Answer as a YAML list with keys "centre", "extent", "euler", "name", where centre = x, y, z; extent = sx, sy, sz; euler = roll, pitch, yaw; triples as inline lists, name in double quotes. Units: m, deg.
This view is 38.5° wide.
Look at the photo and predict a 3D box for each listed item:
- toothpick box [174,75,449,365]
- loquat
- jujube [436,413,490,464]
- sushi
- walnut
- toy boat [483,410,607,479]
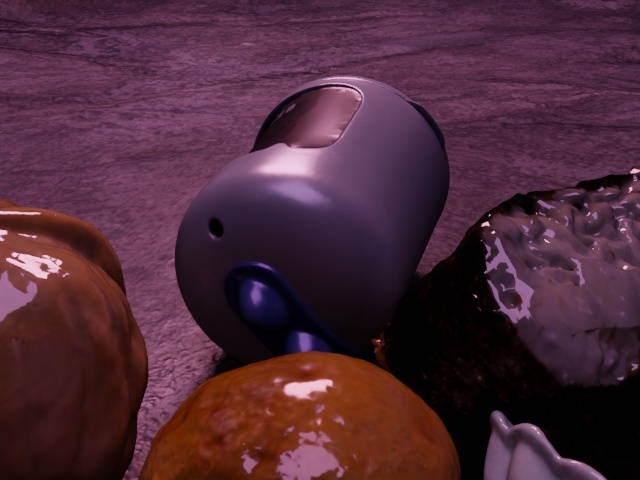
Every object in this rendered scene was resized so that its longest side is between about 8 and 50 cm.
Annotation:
- centre: [0.000, 0.000, 0.960]
  extent: [0.263, 0.263, 0.354]
  euler: [9, 30, 15]
  name: "toothpick box"
- centre: [-0.016, 0.180, 0.644]
  extent: [0.238, 0.193, 0.238]
  euler: [4, 22, -2]
  name: "loquat"
- centre: [0.097, 0.167, 0.800]
  extent: [0.129, 0.077, 0.077]
  euler: [5, 26, -16]
  name: "jujube"
- centre: [0.226, 0.079, 0.792]
  extent: [0.349, 0.207, 0.234]
  euler: [-7, 60, -38]
  name: "sushi"
- centre: [-0.272, 0.097, 0.723]
  extent: [0.285, 0.285, 0.296]
  euler: [-23, 42, -37]
  name: "walnut"
- centre: [0.201, 0.234, 0.596]
  extent: [0.100, 0.199, 0.290]
  euler: [-48, 49, -7]
  name: "toy boat"
